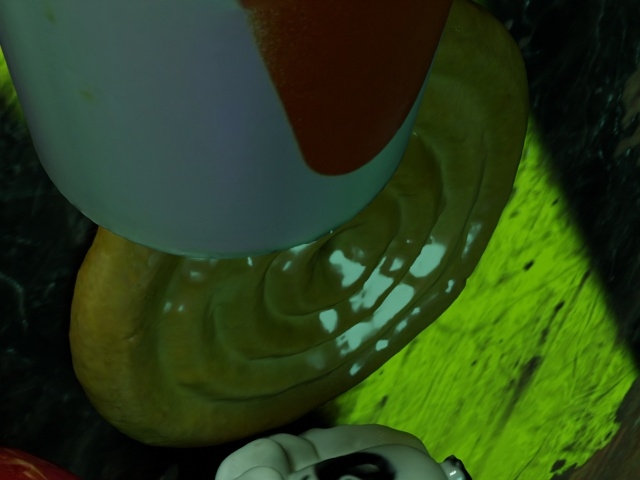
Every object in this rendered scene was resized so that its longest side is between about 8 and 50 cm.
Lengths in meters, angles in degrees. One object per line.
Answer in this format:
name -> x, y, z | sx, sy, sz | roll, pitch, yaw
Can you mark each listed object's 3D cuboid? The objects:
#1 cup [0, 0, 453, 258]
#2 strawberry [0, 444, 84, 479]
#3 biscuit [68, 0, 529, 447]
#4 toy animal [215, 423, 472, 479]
cup -> -0.026, -0.128, 0.439 | 0.203, 0.203, 0.288 | -31, 153, -22
strawberry -> -0.167, 0.197, 0.611 | 0.274, 0.220, 0.274 | -34, 147, -26
biscuit -> 0.000, 0.001, 0.752 | 0.262, 0.037, 0.262 | -31, 147, -23
toy animal -> -0.014, 0.192, 0.810 | 0.156, 0.208, 0.204 | 16, 130, -27
